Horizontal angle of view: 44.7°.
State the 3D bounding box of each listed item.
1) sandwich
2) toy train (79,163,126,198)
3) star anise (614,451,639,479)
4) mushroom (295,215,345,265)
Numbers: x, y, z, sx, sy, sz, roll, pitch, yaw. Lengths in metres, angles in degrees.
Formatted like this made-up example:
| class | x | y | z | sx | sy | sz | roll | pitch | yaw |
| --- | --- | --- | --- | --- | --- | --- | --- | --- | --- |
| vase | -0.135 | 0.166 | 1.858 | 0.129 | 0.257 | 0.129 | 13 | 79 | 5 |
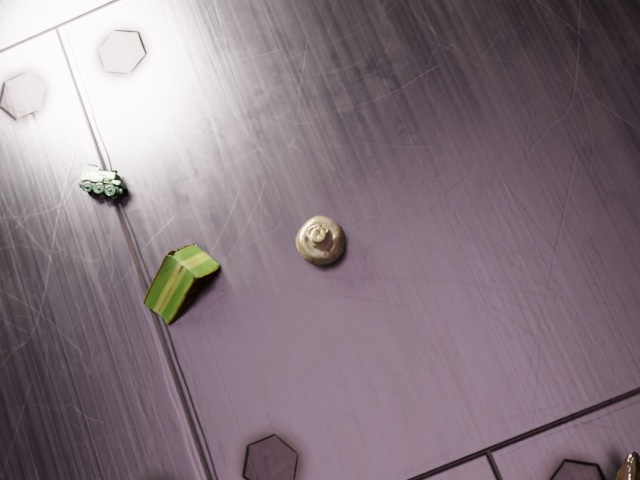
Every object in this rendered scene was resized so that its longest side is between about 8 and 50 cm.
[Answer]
| class | x | y | z | sx | sy | sz | roll | pitch | yaw |
| --- | --- | --- | --- | --- | --- | --- | --- | --- | --- |
| sandwich | -0.238 | 0.076 | 1.337 | 0.074 | 0.074 | 0.116 | 39 | 118 | 13 |
| toy train | -0.386 | -0.104 | 1.382 | 0.083 | 0.033 | 0.053 | 7 | 76 | 9 |
| star anise | 0.473 | 0.466 | 1.100 | 0.332 | 0.117 | 0.331 | -1 | 85 | 14 |
| mushroom | 0.000 | 0.000 | 1.287 | 0.084 | 0.067 | 0.083 | -4 | 72 | 11 |
